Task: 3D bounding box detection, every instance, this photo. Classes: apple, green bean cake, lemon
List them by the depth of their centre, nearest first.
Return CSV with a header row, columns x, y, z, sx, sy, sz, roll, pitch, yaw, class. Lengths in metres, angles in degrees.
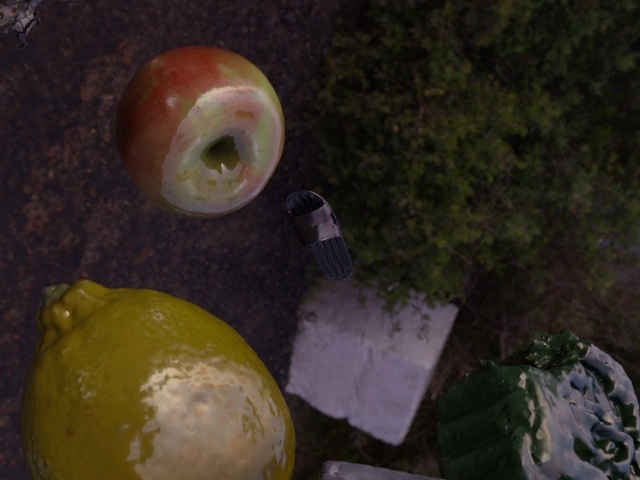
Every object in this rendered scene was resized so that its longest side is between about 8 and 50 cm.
x,y,z,sx,sy,sz,roll,pitch,yaw,class
-0.122,0.135,0.564,0.184,0.248,0.184,-35,177,-2,lemon
0.304,0.254,1.036,0.308,0.300,0.169,32,128,-26,green bean cake
-0.229,-0.208,1.438,0.319,0.277,0.319,-21,130,-27,apple

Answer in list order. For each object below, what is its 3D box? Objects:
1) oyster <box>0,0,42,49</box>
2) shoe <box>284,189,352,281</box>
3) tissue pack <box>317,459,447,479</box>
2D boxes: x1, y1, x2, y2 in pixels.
x,y,z,sx,sy,sz,roll,pitch,yaw,class
-0.272,-0.321,0.846,0.337,0.198,0.133,-58,145,-37,oyster
0.000,0.000,1.112,0.062,0.053,0.159,-20,115,18,shoe
0.154,0.380,0.781,0.259,0.362,0.122,-81,-177,-50,tissue pack
